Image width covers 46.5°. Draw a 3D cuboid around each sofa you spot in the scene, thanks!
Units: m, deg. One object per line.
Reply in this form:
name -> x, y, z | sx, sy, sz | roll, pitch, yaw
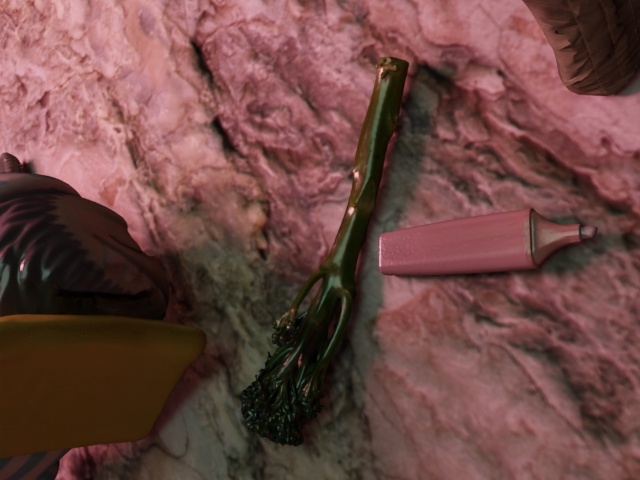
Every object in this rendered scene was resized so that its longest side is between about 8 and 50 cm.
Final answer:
sofa -> 0.154, -0.240, 0.618 | 0.175, 0.210, 0.226 | -16, 70, 24

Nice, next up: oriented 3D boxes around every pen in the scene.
pen -> 0.144, 0.002, 0.662 | 0.197, 0.032, 0.053 | -6, 73, 32

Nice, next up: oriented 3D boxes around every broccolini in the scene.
broccolini -> 0.004, 0.001, 0.717 | 0.078, 0.074, 0.393 | 12, 85, 26

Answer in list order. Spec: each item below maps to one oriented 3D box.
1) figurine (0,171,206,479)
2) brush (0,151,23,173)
figurine -> -0.348, 0.074, 0.822 | 0.361, 0.266, 0.378 | -45, 51, 15
brush -> -0.379, 0.017, 0.955 | 0.070, 0.051, 0.323 | -34, 62, 19
